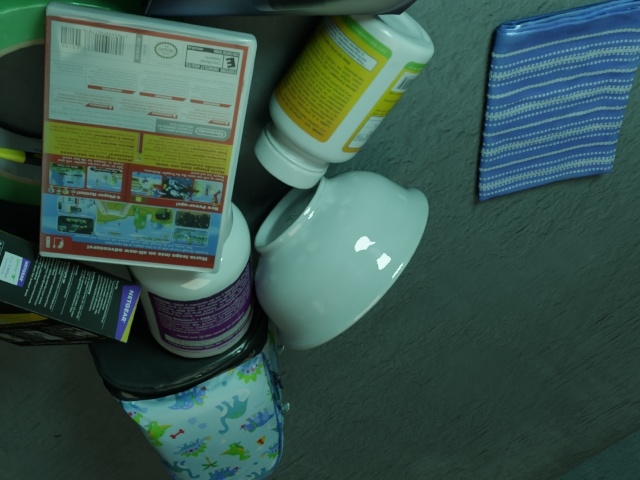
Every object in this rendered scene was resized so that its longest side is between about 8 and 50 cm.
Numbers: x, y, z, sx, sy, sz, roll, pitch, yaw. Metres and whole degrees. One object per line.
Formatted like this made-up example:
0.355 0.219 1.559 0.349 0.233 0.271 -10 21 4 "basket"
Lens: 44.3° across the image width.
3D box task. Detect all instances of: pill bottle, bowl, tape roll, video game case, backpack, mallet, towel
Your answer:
0.019 -0.187 1.005 0.136 0.136 0.245 18 125 -34 "pill bottle"
0.000 0.000 1.118 0.134 0.298 0.298 41 112 -19 "bowl"
-0.295 -0.166 0.907 0.321 0.077 0.321 -13 147 -9 "tape roll"
-0.191 -0.096 0.839 0.204 0.025 0.285 7 121 -12 "video game case"
-0.177 0.032 1.084 0.169 0.169 0.301 -12 151 -10 "pill bottle"
-0.189 0.266 1.331 0.290 0.273 0.355 -20 151 -11 "backpack"
-0.336 -0.087 0.874 0.190 0.062 0.039 15 135 -42 "mallet"
0.366 -0.205 1.197 0.243 0.040 0.336 -13 137 -7 "towel"

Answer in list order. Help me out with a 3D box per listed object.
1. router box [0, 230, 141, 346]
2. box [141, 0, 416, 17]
-0.420 0.066 1.014 0.309 0.081 0.243 -9 153 44 "router box"
-0.005 -0.332 0.704 0.294 0.182 0.296 -7 177 -20 "box"
